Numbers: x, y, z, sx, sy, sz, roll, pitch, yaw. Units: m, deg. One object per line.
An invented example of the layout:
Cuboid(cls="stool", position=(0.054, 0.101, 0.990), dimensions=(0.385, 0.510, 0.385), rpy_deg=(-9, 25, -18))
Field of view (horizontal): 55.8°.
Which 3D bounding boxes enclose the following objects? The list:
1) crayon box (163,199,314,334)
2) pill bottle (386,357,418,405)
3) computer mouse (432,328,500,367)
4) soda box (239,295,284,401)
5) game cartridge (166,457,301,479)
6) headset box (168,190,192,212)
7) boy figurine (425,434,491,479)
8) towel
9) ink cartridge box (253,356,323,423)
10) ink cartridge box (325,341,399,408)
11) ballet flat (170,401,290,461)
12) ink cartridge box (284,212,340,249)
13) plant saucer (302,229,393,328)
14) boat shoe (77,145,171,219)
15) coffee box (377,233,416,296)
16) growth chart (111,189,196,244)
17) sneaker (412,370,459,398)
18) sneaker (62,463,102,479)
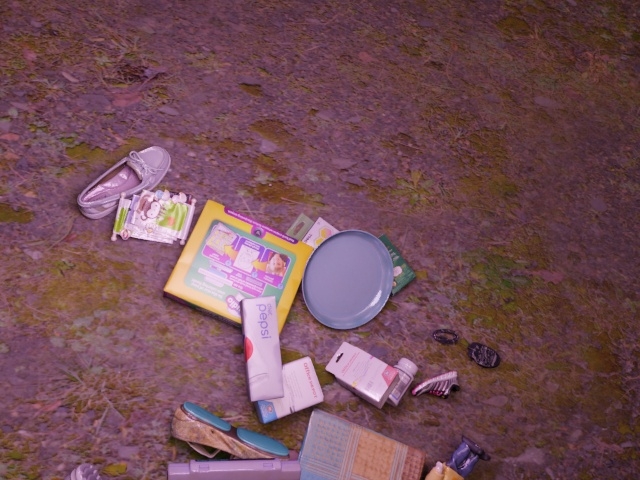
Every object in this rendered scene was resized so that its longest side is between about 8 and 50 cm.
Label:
Cuboid(cls="crayon box", position=(-0.245, 0.095, 1.842), dimensions=(0.363, 0.106, 0.313), rpy_deg=(25, 71, -8))
Cuboid(cls="pill bottle", position=(0.242, 0.439, 1.885), dimensions=(0.078, 0.078, 0.137), rpy_deg=(40, 68, -1))
Cuboid(cls="computer mouse", position=(0.482, 0.356, 2.002), dimensions=(0.242, 0.041, 0.071), rpy_deg=(26, 70, 1))
Cuboid(cls="soda box", position=(-0.168, 0.303, 1.709), dimensions=(0.098, 0.091, 0.286), rpy_deg=(-3, 81, -14))
Cuboid(cls="game cartridge", position=(-0.238, 0.700, 1.633), dimensions=(0.355, 0.068, 0.230), rpy_deg=(4, 100, -14))
Cuboid(cls="headset box", position=(-0.439, -0.115, 1.892), dimensions=(0.083, 0.032, 0.062), rpy_deg=(8, 72, -14))
Cuboid(cls="boy figurine", position=(0.380, 0.723, 1.808), dimensions=(0.285, 0.092, 0.177), rpy_deg=(-48, 125, -13))
Cuboid(cls="towel", position=(0.106, 0.685, 1.769), dimensions=(0.370, 0.040, 0.271), rpy_deg=(22, 66, -2))
Cuboid(cls="ink cartridge box", position=(-0.106, 0.441, 1.788), dimensions=(0.191, 0.082, 0.139), rpy_deg=(-16, 79, -20))
Cuboid(cls="ink cartridge box", position=(0.127, 0.407, 1.845), dimensions=(0.198, 0.067, 0.115), rpy_deg=(27, 65, 27))
Cuboid(cls="ballet flat", position=(-0.260, 0.572, 1.702), dimensions=(0.348, 0.123, 0.123), rpy_deg=(26, 69, -7))
Cuboid(cls="ink cartridge box", position=(0.000, 0.000, 1.960), dimensions=(0.209, 0.062, 0.109), rpy_deg=(37, 69, -2))
Cuboid(cls="plant saucer", position=(0.083, 0.120, 1.900), dimensions=(0.317, 0.044, 0.317), rpy_deg=(-4, 101, -22))
Cuboid(cls="boat shoe", position=(-0.591, -0.186, 1.834), dimensions=(0.320, 0.103, 0.118), rpy_deg=(-37, 86, -21))
Cuboid(cls="coffee box", position=(0.221, 0.080, 2.007), dimensions=(0.113, 0.040, 0.184), rpy_deg=(-37, 86, -21))
Cuboid(cls="growth chart", position=(-0.502, -0.072, 1.830), dimensions=(0.237, 0.021, 0.172), rpy_deg=(6, 94, -23))
Cuboid(cls="sneaker", position=(0.373, 0.472, 1.918), dimensions=(0.170, 0.063, 0.075), rpy_deg=(-14, 72, -23))
Cuboid(cls="sneaker", position=(-0.597, 0.729, 1.579), dimensions=(0.115, 0.105, 0.281), rpy_deg=(-27, 83, 9))
